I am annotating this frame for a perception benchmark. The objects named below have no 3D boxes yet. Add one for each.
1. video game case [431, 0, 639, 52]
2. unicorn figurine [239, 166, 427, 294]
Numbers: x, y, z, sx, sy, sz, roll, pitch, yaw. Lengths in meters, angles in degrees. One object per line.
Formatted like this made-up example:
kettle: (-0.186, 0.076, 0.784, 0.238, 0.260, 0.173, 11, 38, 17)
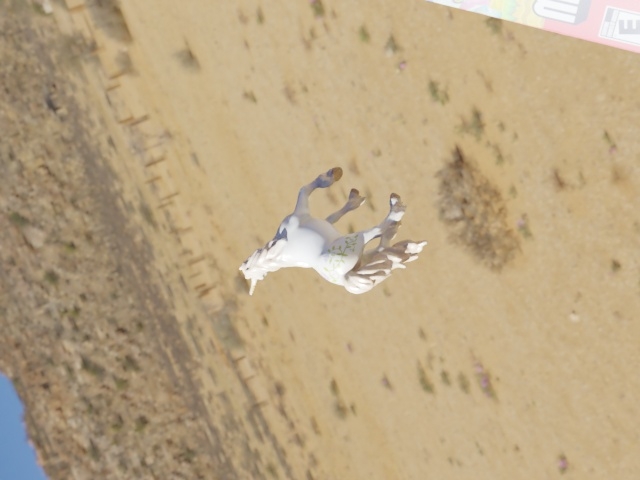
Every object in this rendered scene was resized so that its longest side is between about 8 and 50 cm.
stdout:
video game case: (0.104, -0.233, 0.609, 0.204, 0.285, 0.025, 92, -159, -48)
unicorn figurine: (0.000, 0.000, 0.767, 0.060, 0.111, 0.162, 50, 164, -27)
